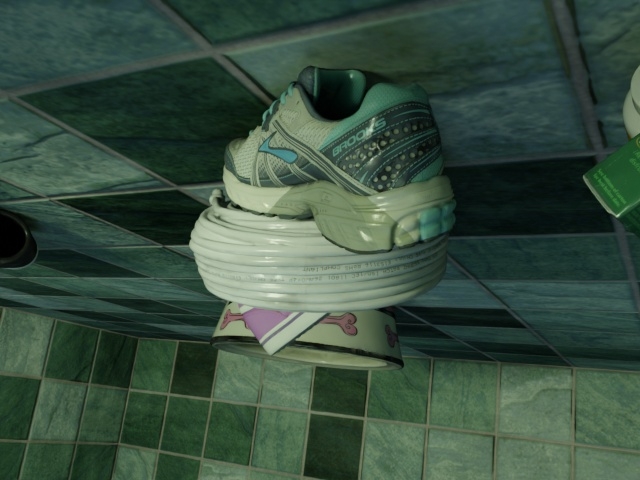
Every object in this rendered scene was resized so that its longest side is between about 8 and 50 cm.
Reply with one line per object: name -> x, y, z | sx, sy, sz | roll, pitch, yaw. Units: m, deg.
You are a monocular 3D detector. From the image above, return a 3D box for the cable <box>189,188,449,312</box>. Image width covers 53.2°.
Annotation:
cable -> 0.000, 0.000, 0.637 | 0.256, 0.089, 0.257 | -2, -166, 4

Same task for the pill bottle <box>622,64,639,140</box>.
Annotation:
pill bottle -> 0.248, -0.083, 0.445 | 0.065, 0.065, 0.116 | -3, 162, 32

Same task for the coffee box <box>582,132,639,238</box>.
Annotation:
coffee box -> 0.262, -0.066, 0.379 | 0.184, 0.040, 0.113 | -42, 140, 25

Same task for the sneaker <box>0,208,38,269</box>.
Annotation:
sneaker -> -0.608, -0.014, 1.034 | 0.295, 0.105, 0.147 | 8, 164, -28

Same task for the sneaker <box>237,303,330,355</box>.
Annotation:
sneaker -> -0.008, 0.012, 0.820 | 0.282, 0.161, 0.102 | -37, 170, 17

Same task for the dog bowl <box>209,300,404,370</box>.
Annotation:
dog bowl -> -0.022, 0.177, 1.361 | 0.407, 0.151, 0.408 | 6, 164, 2

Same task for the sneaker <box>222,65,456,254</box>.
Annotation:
sneaker -> 0.003, -0.082, 0.524 | 0.110, 0.122, 0.283 | -16, -160, -31
